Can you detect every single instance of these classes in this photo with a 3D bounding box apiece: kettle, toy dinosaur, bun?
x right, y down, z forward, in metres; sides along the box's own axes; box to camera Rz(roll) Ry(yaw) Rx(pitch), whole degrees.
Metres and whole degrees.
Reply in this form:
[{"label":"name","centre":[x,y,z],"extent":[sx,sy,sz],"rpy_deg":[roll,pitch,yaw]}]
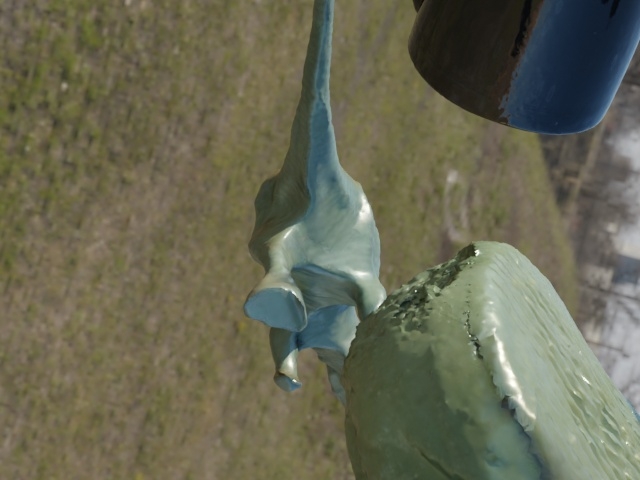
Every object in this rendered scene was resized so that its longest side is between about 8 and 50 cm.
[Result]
[{"label":"kettle","centre":[0.193,-0.284,1.121],"extent":[0.207,0.268,0.290],"rpy_deg":[-41,156,-47]},{"label":"toy dinosaur","centre":[0.000,0.000,0.716],"extent":[0.205,0.092,0.392],"rpy_deg":[-92,172,-60]},{"label":"bun","centre":[0.091,0.113,0.561],"extent":[0.108,0.221,0.221],"rpy_deg":[-34,-174,21]}]
